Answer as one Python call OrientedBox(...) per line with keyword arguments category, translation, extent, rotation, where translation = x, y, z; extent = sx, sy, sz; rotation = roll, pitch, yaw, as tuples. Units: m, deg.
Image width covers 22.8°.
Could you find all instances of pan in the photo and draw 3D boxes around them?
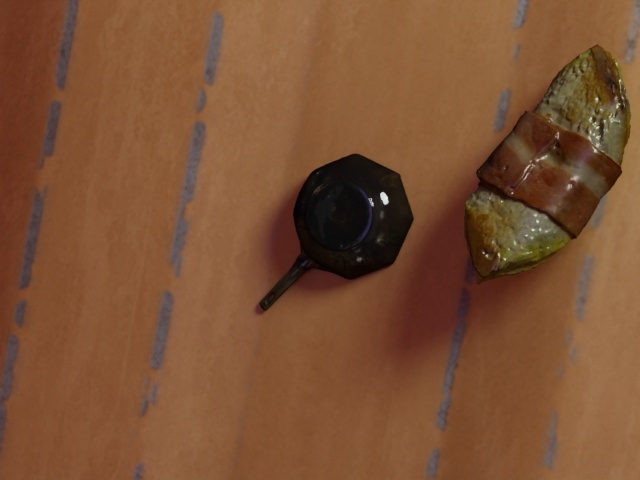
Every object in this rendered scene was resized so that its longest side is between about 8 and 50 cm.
OrientedBox(category="pan", translation=(0.013, 0.008, 1.695), extent=(0.128, 0.048, 0.202), rotation=(26, 100, 22))

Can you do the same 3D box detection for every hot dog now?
OrientedBox(category="hot dog", translation=(0.229, -0.063, 1.576), extent=(0.123, 0.093, 0.261), rotation=(38, 89, 29))
